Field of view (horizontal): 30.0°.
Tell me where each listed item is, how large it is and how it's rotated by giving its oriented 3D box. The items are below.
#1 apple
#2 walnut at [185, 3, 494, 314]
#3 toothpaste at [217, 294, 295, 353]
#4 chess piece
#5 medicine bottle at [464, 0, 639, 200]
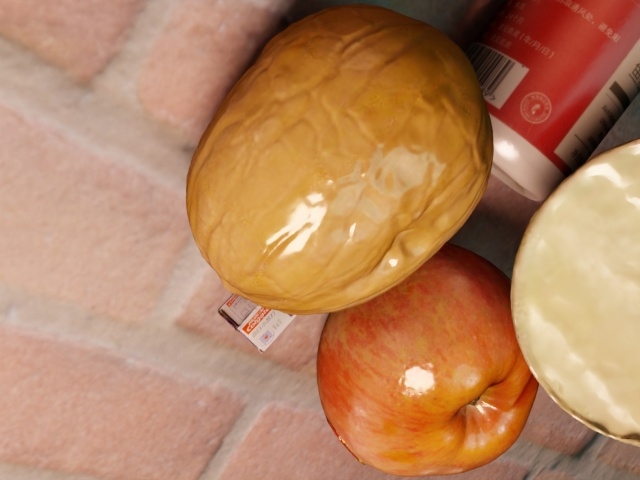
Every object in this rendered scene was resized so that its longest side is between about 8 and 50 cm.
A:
[{"bbox_3d":[0.095,0.108,1.035,0.209,0.164,0.209,-24,133,-28],"label":"apple"},{"bbox_3d":[0.010,-0.052,0.810,0.226,0.193,0.193,-47,144,11],"label":"walnut"},{"bbox_3d":[0.000,0.000,0.951,0.196,0.040,0.047,-48,138,-4],"label":"toothpaste"},{"bbox_3d":[0.292,0.035,1.034,0.234,0.234,0.442,-56,169,7],"label":"chess piece"},{"bbox_3d":[0.205,-0.161,0.951,0.250,0.131,0.131,-52,143,2],"label":"medicine bottle"}]
